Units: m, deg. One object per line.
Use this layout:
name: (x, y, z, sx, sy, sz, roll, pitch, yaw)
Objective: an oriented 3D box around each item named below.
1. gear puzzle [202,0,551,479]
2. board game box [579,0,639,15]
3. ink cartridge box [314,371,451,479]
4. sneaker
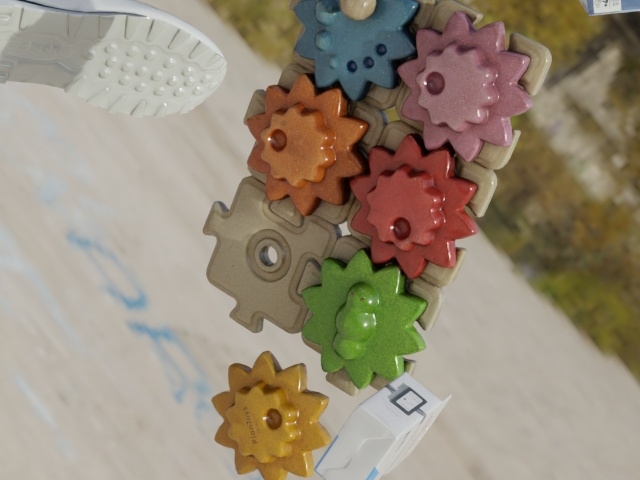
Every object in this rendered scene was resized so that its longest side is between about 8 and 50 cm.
gear puzzle: (0.000, 0.000, 1.116, 0.175, 0.339, 0.044, 31, 22, 24)
board game box: (0.236, -0.160, 0.998, 0.136, 0.201, 0.035, -84, 169, -73)
ink cartridge box: (0.035, 0.102, 0.980, 0.028, 0.048, 0.083, 39, 24, 13)
sneaker: (-0.175, -0.157, 1.319, 0.235, 0.090, 0.095, 14, 35, -31)
